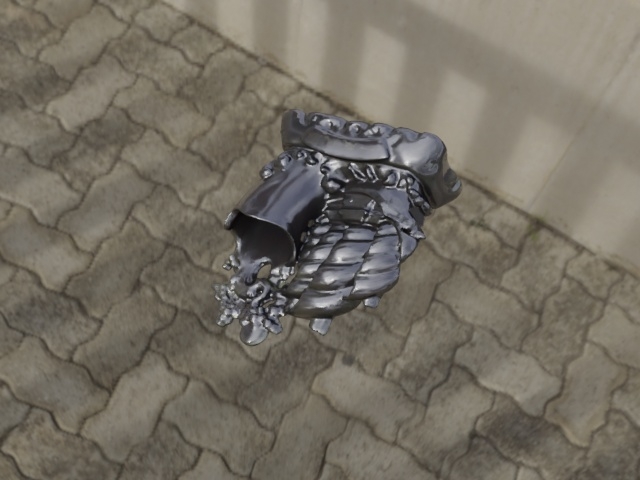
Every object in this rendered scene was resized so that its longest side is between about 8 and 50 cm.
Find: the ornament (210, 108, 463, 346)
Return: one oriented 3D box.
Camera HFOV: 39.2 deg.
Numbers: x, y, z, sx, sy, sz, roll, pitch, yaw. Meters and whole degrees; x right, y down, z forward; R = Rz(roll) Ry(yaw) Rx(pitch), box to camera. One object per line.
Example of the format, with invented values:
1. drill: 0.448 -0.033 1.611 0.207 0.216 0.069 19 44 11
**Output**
1. ornament: 0.000 0.000 0.969 0.251 0.106 0.260 13 67 35
